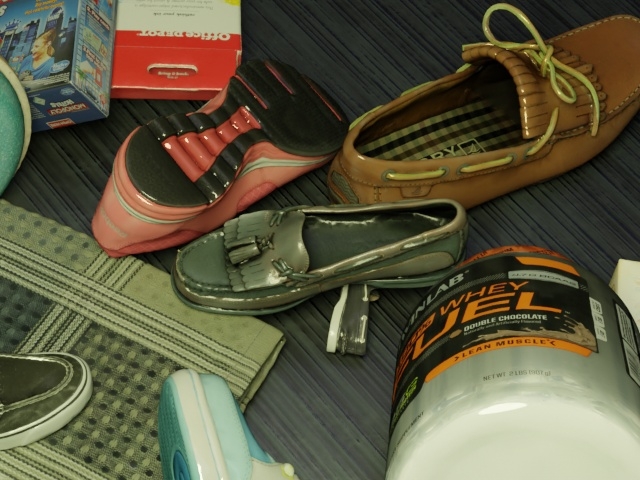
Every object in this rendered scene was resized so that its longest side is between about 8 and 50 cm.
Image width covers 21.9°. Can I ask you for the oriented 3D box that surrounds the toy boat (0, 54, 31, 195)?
[{"bbox_3d":[-0.405,-0.063,1.452,0.318,0.267,0.148,-36,51,10],"label":"toy boat"}]

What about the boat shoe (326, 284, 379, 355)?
[{"bbox_3d":[0.035,0.048,1.507,0.038,0.046,0.125,12,56,3],"label":"boat shoe"}]

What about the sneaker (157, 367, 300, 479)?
[{"bbox_3d":[0.003,0.233,1.301,0.208,0.127,0.319,-16,79,-19],"label":"sneaker"}]

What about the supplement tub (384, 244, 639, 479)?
[{"bbox_3d":[0.158,0.137,1.288,0.207,0.207,0.338,10,21,1],"label":"supplement tub"}]

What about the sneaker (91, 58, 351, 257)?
[{"bbox_3d":[-0.099,-0.073,1.543,0.314,0.136,0.116,-27,76,-47],"label":"sneaker"}]

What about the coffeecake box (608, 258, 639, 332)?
[{"bbox_3d":[0.326,0.118,1.471,0.142,0.068,0.185,9,53,0],"label":"coffeecake box"}]

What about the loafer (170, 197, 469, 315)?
[{"bbox_3d":[0.000,0.000,1.458,0.268,0.084,0.096,-7,62,-8],"label":"loafer"}]

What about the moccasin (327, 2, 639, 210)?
[{"bbox_3d":[0.175,-0.132,1.591,0.380,0.147,0.139,-21,58,-20],"label":"moccasin"}]

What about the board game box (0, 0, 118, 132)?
[{"bbox_3d":[-0.272,-0.198,1.602,0.194,0.060,0.194,-8,55,33],"label":"board game box"}]

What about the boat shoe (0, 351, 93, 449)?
[{"bbox_3d":[-0.291,0.129,1.339,0.219,0.070,0.077,-15,54,-17],"label":"boat shoe"}]

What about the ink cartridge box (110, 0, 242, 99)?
[{"bbox_3d":[-0.147,-0.216,1.663,0.134,0.078,0.231,1,54,-4],"label":"ink cartridge box"}]

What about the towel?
[{"bbox_3d":[-0.234,0.132,1.425,0.324,0.056,0.312,25,52,15],"label":"towel"}]
